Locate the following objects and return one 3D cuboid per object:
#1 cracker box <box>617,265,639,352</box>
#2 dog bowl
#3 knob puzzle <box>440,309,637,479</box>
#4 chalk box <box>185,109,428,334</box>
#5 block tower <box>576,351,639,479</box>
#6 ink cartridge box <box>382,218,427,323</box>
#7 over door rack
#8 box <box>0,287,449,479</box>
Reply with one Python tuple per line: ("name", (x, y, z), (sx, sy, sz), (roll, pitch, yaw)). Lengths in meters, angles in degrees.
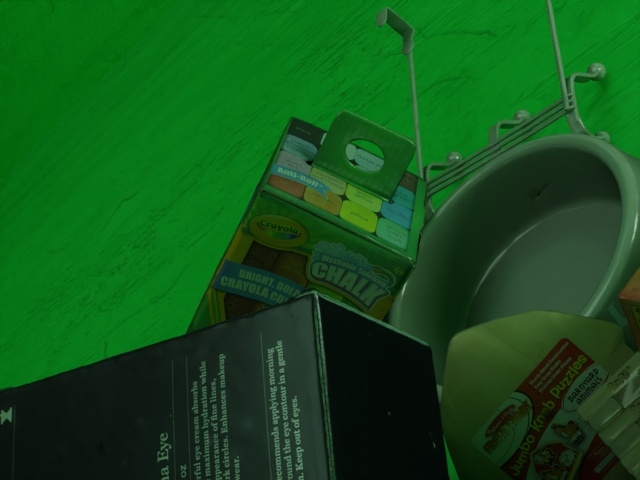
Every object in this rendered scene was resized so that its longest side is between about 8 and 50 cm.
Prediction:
("cracker box", (0.357, 0.001, 0.809), (0.155, 0.067, 0.232), (7, 44, 48))
("dog bowl", (0.208, 0.044, 1.050), (0.348, 0.102, 0.349), (-37, 32, 29))
("knob puzzle", (0.187, 0.143, 0.899), (0.213, 0.213, 0.030), (-49, 0, 7))
("chalk box", (0.000, 0.000, 1.145), (0.179, 0.180, 0.289), (-73, 9, -57))
("block tower", (0.310, 0.201, 0.723), (0.091, 0.097, 0.335), (-45, 31, 7))
("ink cartridge box", (0.055, 0.064, 1.312), (0.232, 0.066, 0.189), (-45, 29, 7))
("over door rack", (0.210, -0.198, 1.284), (0.239, 0.108, 0.324), (-32, 56, 36))
("box", (-0.072, 0.252, 0.762), (0.312, 0.179, 0.343), (-18, 64, 27))
